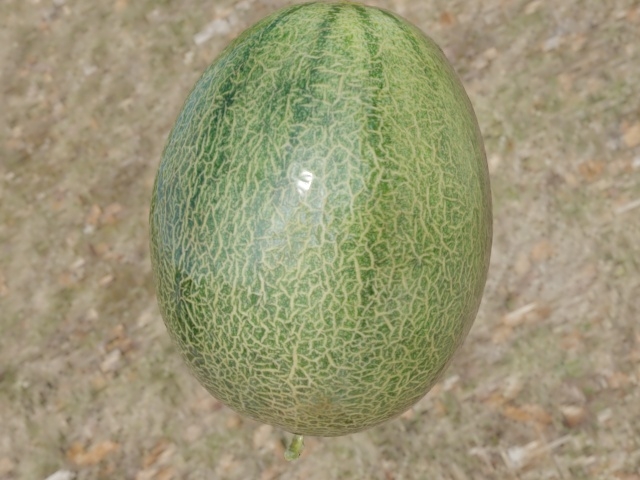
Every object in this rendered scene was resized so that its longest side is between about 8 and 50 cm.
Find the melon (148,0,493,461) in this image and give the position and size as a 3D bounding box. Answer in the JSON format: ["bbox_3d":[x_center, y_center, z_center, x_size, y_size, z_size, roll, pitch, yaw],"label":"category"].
[{"bbox_3d":[0.000,0.000,0.519,0.139,0.192,0.139,5,16,-1],"label":"melon"}]
